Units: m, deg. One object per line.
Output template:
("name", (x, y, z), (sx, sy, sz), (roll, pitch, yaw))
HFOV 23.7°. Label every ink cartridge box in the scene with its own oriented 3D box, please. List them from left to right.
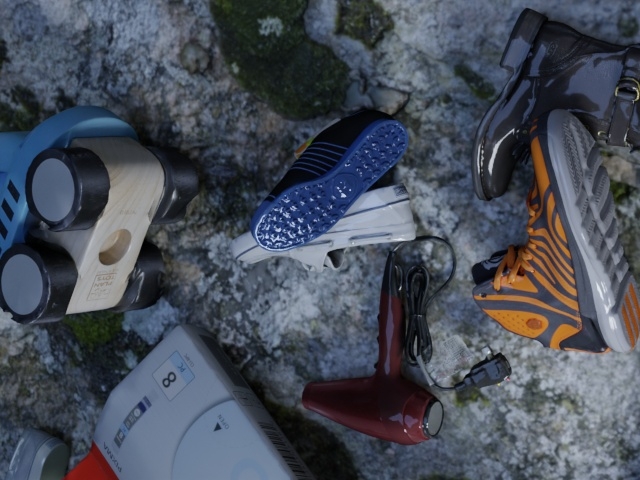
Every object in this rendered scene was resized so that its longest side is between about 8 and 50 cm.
("ink cartridge box", (-0.217, 0.351, 2.032), (0.385, 0.091, 0.308), (-44, 63, 10))

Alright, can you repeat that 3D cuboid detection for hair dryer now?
("hair dryer", (0.097, 0.151, 1.952), (0.293, 0.080, 0.223), (-37, 67, 23))

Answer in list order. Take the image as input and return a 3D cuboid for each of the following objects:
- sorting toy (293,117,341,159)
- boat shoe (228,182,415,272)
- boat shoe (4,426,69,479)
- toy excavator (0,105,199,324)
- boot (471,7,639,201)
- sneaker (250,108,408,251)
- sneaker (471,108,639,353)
("sorting toy", (0.015, -0.114, 1.945), (0.083, 0.045, 0.075), (44, 97, 12))
("boat shoe", (0.000, 0.000, 1.940), (0.258, 0.095, 0.084), (-17, 88, 30))
("boat shoe", (-0.442, 0.380, 2.265), (0.081, 0.079, 0.227), (31, 108, 28))
("toy excavator", (-0.435, -0.033, 2.119), (0.445, 0.222, 0.433), (37, 116, 31))
("boot", (0.308, -0.131, 1.763), (0.229, 0.091, 0.263), (21, 117, 13))
("sneaker", (0.001, -0.076, 1.875), (0.232, 0.090, 0.081), (-38, 119, -9))
("sneaker", (0.248, 0.004, 1.762), (0.180, 0.124, 0.321), (-4, 119, 30))
